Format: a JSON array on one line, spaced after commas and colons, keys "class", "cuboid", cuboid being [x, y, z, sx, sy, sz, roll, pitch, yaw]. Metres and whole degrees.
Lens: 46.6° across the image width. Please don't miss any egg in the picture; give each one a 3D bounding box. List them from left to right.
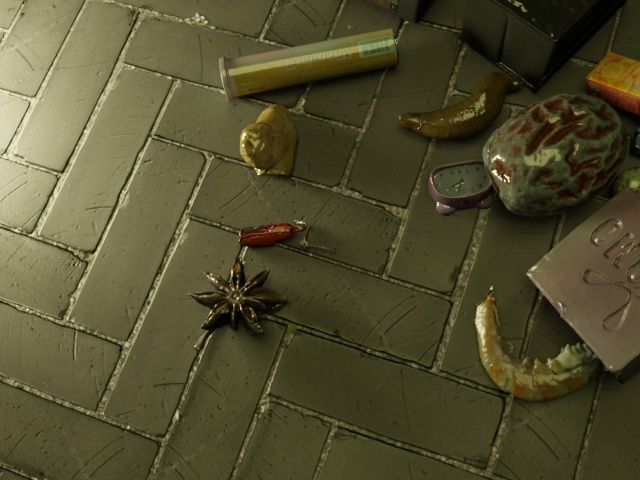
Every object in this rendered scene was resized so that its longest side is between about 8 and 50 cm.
[{"class": "egg", "cuboid": [0.698, -0.121, 1.643, 0.110, 0.085, 0.085, -30, 71, -6]}]

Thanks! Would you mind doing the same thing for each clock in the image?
[{"class": "clock", "cuboid": [0.326, -0.123, 1.700, 0.153, 0.050, 0.109, -10, 71, 3]}]

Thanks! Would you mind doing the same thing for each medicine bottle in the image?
[{"class": "medicine bottle", "cuboid": [-0.026, -0.430, 1.814, 0.427, 0.108, 0.108, -10, 71, 1]}]

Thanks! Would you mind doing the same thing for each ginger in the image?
[{"class": "ginger", "cuboid": [-0.132, -0.257, 1.763, 0.115, 0.122, 0.193, -8, 64, 25]}]

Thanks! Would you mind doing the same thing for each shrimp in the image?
[{"class": "shrimp", "cuboid": [0.435, 0.242, 1.572, 0.287, 0.068, 0.185, 32, 73, 25]}]

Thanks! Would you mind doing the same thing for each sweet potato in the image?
[{"class": "sweet potato", "cuboid": [0.346, -0.305, 1.736, 0.310, 0.098, 0.124, -26, 49, -1]}]

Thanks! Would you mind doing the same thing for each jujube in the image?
[{"class": "jujube", "cuboid": [0.499, -0.180, 1.598, 0.308, 0.215, 0.246, -40, 92, -14]}]

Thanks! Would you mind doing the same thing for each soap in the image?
[{"class": "soap", "cuboid": [0.614, 0.088, 1.493, 0.285, 0.107, 0.296, -45, 50, 13]}]

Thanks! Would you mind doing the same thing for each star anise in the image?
[{"class": "star anise", "cuboid": [-0.194, 0.146, 1.645, 0.231, 0.089, 0.209, -28, 59, -10]}]

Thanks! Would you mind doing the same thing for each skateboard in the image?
[{"class": "skateboard", "cuboid": [0.000, 0.000, 1.706, 0.083, 0.032, 0.063, 14, 63, 13]}]

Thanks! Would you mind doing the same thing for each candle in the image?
[{"class": "candle", "cuboid": [-0.108, -0.016, 1.718, 0.162, 0.048, 0.053, -10, 101, 4]}]

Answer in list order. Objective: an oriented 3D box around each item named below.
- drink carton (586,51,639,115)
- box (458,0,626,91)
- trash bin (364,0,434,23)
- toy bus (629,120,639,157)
[{"class": "drink carton", "cuboid": [0.724, -0.343, 1.679, 0.096, 0.071, 0.223, -48, 51, -10]}, {"class": "box", "cuboid": [0.536, -0.575, 1.747, 0.251, 0.204, 0.345, 42, 80, 18]}, {"class": "trash bin", "cuboid": [0.153, -0.679, 1.825, 0.291, 0.209, 0.182, 30, 75, 9]}, {"class": "toy bus", "cuboid": [0.761, -0.267, 1.707, 0.065, 0.047, 0.165, 23, 76, 10]}]
